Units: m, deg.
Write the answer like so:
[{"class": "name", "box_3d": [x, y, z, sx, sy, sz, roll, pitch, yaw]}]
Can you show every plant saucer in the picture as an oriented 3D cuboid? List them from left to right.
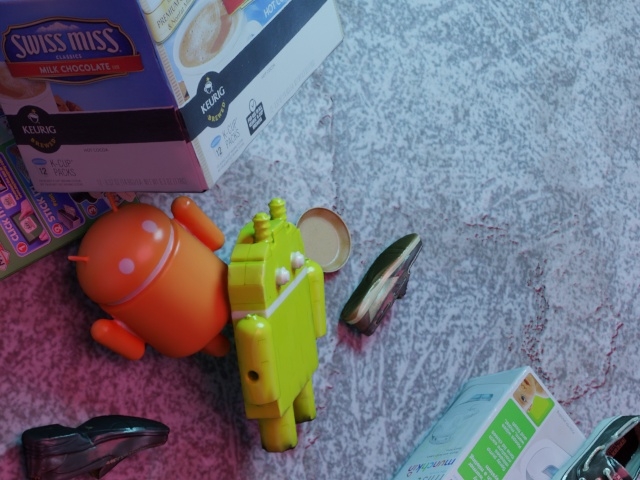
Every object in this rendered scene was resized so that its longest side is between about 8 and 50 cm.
[{"class": "plant saucer", "box_3d": [0.000, 0.000, 1.908, 0.083, 0.015, 0.083, 10, 72, -32]}]

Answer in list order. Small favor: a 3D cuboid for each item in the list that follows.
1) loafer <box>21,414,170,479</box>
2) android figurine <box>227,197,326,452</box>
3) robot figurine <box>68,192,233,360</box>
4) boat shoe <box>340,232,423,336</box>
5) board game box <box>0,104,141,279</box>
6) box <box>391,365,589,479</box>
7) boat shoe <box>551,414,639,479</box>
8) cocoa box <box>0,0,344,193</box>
[{"class": "loafer", "box_3d": [-0.242, 0.226, 1.665, 0.170, 0.062, 0.061, -4, 101, -31]}, {"class": "android figurine", "box_3d": [-0.047, 0.091, 1.745, 0.248, 0.056, 0.273, -44, 131, -69]}, {"class": "robot figurine", "box_3d": [-0.178, 0.046, 1.694, 0.219, 0.158, 0.128, 42, 20, -32]}, {"class": "boat shoe", "box_3d": [0.083, 0.055, 1.928, 0.049, 0.056, 0.152, 48, 66, -19]}, {"class": "board game box", "box_3d": [-0.361, -0.130, 1.688, 0.213, 0.046, 0.317, -31, 94, -35]}, {"class": "box", "box_3d": [0.236, 0.332, 1.904, 0.262, 0.127, 0.231, 52, 54, -11]}, {"class": "boat shoe", "box_3d": [0.338, 0.287, 1.864, 0.078, 0.070, 0.219, 49, 54, -13]}, {"class": "cocoa box", "box_3d": [-0.166, -0.234, 1.653, 0.347, 0.231, 0.228, -52, 134, -46]}]
